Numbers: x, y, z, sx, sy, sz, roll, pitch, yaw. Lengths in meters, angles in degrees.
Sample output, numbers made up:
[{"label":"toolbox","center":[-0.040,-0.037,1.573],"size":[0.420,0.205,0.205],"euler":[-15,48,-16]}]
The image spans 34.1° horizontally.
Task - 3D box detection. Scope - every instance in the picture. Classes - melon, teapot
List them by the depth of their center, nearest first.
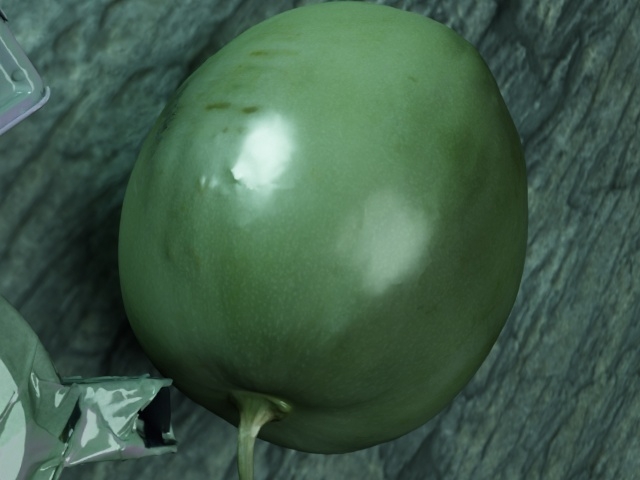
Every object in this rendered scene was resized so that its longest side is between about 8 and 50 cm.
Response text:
[{"label":"teapot","center":[-0.209,0.081,0.530],"size":[0.221,0.178,0.163],"euler":[-30,101,-33]},{"label":"melon","center":[0.004,-0.011,0.657],"size":[0.272,0.271,0.308],"euler":[55,25,-25]}]

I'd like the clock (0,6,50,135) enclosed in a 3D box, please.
[{"label":"clock","center":[-0.262,-0.083,0.552],"size":[0.192,0.071,0.147],"euler":[-45,116,-32]}]
